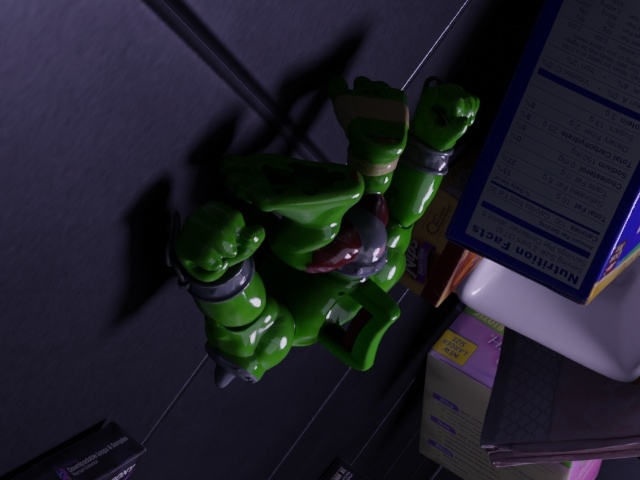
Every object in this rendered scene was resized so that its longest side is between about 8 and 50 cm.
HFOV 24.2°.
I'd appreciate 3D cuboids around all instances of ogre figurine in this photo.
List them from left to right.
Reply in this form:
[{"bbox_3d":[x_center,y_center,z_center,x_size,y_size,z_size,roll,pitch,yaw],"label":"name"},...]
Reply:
[{"bbox_3d":[0.000,0.000,0.725,0.197,0.096,0.118,-56,163,-52],"label":"ogre figurine"}]

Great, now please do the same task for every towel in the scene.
[{"bbox_3d":[0.325,0.078,1.611,0.317,0.053,0.332,-15,-131,44],"label":"towel"}]

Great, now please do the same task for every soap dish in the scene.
[{"bbox_3d":[0.279,-0.021,1.440,0.291,0.229,0.118,-62,-178,36],"label":"soap dish"}]

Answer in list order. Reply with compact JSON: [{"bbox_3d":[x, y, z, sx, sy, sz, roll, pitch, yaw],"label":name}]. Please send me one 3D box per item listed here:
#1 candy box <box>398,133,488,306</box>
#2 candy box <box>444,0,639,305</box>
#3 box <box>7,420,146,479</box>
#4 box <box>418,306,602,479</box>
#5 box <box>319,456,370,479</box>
[{"bbox_3d":[0.138,-0.038,1.238,0.186,0.053,0.109,-44,163,-45],"label":"candy box"},{"bbox_3d":[0.237,-0.141,1.061,0.268,0.122,0.317,-31,146,-59],"label":"candy box"},{"bbox_3d":[-0.159,0.174,0.755,0.162,0.029,0.116,-60,167,20],"label":"box"},{"bbox_3d":[0.247,0.220,1.880,0.117,0.213,0.243,-47,155,-29],"label":"box"},{"bbox_3d":[-0.003,0.354,1.721,0.147,0.077,0.180,-47,166,-28],"label":"box"}]
